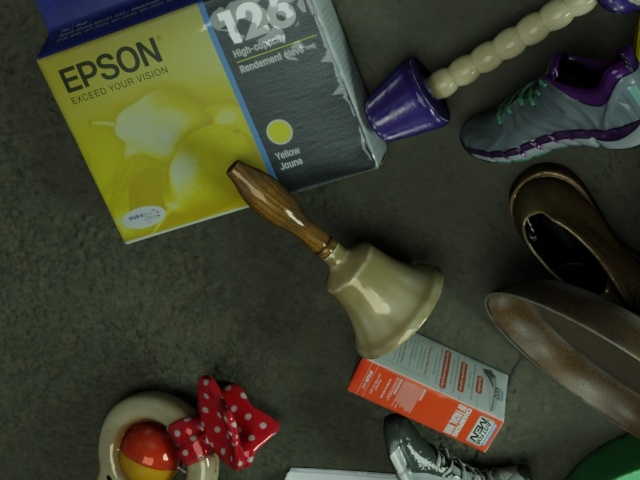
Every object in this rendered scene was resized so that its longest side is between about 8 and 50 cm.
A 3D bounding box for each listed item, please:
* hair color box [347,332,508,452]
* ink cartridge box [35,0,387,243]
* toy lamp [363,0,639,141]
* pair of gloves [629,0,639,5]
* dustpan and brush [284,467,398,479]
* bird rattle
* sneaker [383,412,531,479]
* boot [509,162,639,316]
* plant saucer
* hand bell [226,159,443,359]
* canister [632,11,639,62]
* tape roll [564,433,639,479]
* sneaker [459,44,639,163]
[{"bbox_3d":[0.120,0.157,1.260,0.167,0.093,0.053,24,119,0],"label":"hair color box"},{"bbox_3d":[-0.126,-0.175,1.162,0.304,0.072,0.307,-16,114,19],"label":"ink cartridge box"},{"bbox_3d":[0.166,-0.181,1.093,0.275,0.080,0.080,-29,107,20],"label":"toy lamp"},{"bbox_3d":[0.269,-0.328,0.956,0.240,0.042,0.204,31,96,-22],"label":"pair of gloves"},{"bbox_3d":[0.029,0.388,1.411,0.147,0.060,0.211,1,116,11],"label":"dustpan and brush"},{"bbox_3d":[-0.180,0.266,1.364,0.207,0.143,0.253,22,117,19],"label":"bird rattle"},{"bbox_3d":[0.171,0.267,1.318,0.132,0.086,0.228,-23,119,16],"label":"sneaker"},{"bbox_3d":[0.302,0.062,1.164,0.305,0.115,0.112,44,114,-13],"label":"boot"},{"bbox_3d":[0.302,0.129,1.130,0.311,0.310,0.050,37,81,-8],"label":"plant saucer"},{"bbox_3d":[0.000,0.000,1.170,0.126,0.126,0.242,-39,111,25],"label":"hand bell"},{"bbox_3d":[0.377,-0.152,1.064,0.170,0.073,0.126,6,117,10],"label":"canister"},{"bbox_3d":[0.426,0.362,1.308,0.321,0.077,0.321,5,117,10],"label":"tape roll"},{"bbox_3d":[0.214,-0.136,1.064,0.224,0.083,0.098,-4,131,44],"label":"sneaker"}]
